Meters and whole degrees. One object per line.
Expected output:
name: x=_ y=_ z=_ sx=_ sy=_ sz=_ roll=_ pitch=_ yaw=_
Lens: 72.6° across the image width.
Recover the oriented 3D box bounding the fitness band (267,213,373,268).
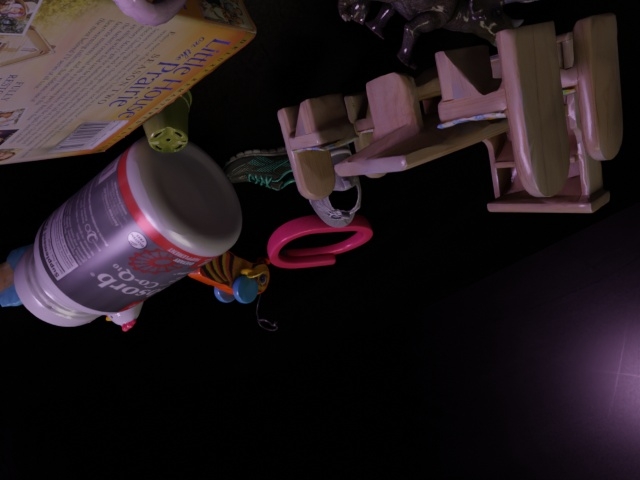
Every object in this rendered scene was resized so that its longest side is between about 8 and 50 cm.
fitness band: x=0.000 y=0.000 z=1.152 sx=0.291 sy=0.054 sz=0.209 roll=-5 pitch=151 yaw=-27

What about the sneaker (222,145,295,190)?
sneaker: x=-0.094 y=-0.123 z=0.785 sx=0.167 sy=0.076 sz=0.065 roll=-14 pitch=155 yaw=-7

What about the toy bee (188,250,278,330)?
toy bee: x=-0.204 y=0.092 z=1.131 sx=0.195 sy=0.162 sz=0.298 roll=8 pitch=150 yaw=21

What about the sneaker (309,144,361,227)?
sneaker: x=0.031 y=-0.083 z=0.905 sx=0.105 sy=0.115 sz=0.281 roll=-17 pitch=156 yaw=0

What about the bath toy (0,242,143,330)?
bath toy: x=-0.520 y=0.120 z=0.961 sx=0.152 sy=0.128 sz=0.348 roll=-15 pitch=157 yaw=9

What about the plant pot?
plant pot: x=-0.215 y=-0.167 z=0.604 sx=0.083 sy=0.079 sz=0.083 roll=-15 pitch=157 yaw=-7

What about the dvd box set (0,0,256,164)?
dvd box set: x=-0.286 y=-0.139 z=0.360 sx=0.308 sy=0.062 sz=0.420 roll=-21 pitch=-174 yaw=31

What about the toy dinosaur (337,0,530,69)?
toy dinosaur: x=0.106 y=-0.311 z=0.506 sx=0.314 sy=0.121 sz=0.160 roll=14 pitch=130 yaw=-42

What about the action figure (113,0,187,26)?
action figure: x=-0.171 y=-0.311 z=0.136 sx=0.370 sy=0.247 sz=0.276 roll=15 pitch=154 yaw=-27

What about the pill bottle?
pill bottle: x=-0.327 y=0.000 z=0.730 sx=0.363 sy=0.210 sz=0.210 roll=-29 pitch=154 yaw=25

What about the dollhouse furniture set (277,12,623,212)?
dollhouse furniture set: x=0.213 y=-0.118 z=0.604 sx=0.394 sy=0.256 sz=0.362 roll=-24 pitch=-163 yaw=-32
